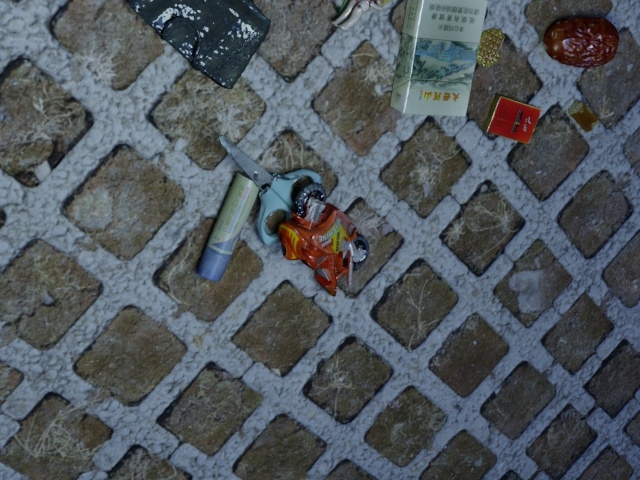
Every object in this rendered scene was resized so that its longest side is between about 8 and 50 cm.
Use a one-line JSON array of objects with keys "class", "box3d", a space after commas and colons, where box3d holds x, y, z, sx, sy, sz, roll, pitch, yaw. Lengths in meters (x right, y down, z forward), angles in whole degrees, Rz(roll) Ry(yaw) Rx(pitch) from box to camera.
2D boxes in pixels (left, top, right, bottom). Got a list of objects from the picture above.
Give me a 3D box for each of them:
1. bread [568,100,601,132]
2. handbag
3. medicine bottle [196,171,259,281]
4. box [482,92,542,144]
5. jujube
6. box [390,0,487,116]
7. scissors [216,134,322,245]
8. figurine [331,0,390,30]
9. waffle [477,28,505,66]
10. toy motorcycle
[{"class": "bread", "box3d": [0.640, -0.302, 2.256, 0.047, 0.036, 0.083, -47, 125, 9]}, {"class": "handbag", "box3d": [-0.218, -0.420, 1.760, 0.175, 0.089, 0.270, -47, 123, 7]}, {"class": "medicine bottle", "box3d": [-0.192, -0.028, 1.947, 0.059, 0.059, 0.231, 17, 102, -31]}, {"class": "box", "box3d": [0.450, -0.284, 2.177, 0.133, 0.023, 0.090, 13, 107, -30]}, {"class": "jujube", "box3d": [0.597, -0.456, 2.134, 0.176, 0.109, 0.112, -2, 76, -17]}, {"class": "box", "box3d": [0.253, -0.401, 2.002, 0.164, 0.069, 0.257, -1, 111, -26]}, {"class": "scissors", "box3d": [-0.113, -0.120, 1.894, 0.191, 0.029, 0.360, -51, 145, -4]}, {"class": "figurine", "box3d": [0.102, -0.491, 1.893, 0.187, 0.083, 0.083, -46, 123, -10]}, {"class": "waffle", "box3d": [0.380, -0.431, 2.084, 0.078, 0.016, 0.085, -14, 116, -16]}, {"class": "toy motorcycle", "box3d": [0.002, -0.001, 2.011, 0.171, 0.089, 0.298, -55, 139, -12]}]
